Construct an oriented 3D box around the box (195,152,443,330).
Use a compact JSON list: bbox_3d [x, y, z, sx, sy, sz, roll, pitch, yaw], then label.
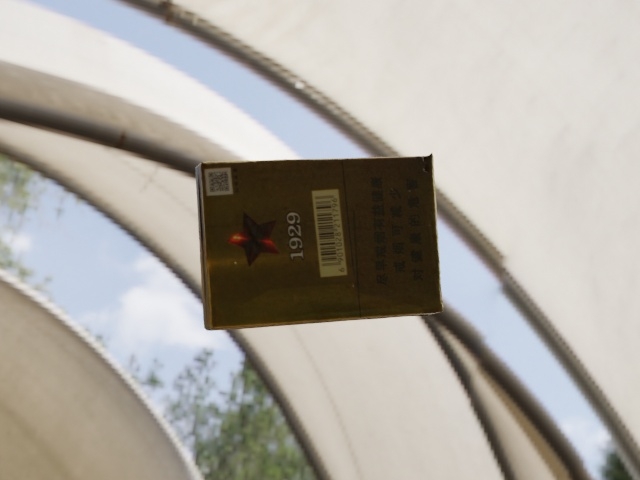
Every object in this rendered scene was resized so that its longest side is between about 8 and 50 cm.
[{"bbox_3d":[0.000,0.000,0.717,0.133,0.090,0.023,-4,-7,-16],"label":"box"}]
